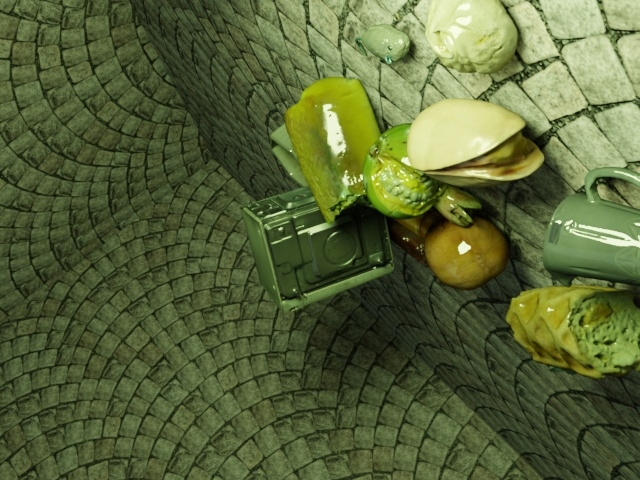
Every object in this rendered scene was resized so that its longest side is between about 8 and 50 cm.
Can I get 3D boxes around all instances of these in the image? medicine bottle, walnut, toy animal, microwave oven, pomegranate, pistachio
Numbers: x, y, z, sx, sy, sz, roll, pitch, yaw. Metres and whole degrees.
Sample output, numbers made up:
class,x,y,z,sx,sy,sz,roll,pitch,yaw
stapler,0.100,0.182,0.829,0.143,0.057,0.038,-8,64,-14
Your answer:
class,x,y,z,sx,sy,sz,roll,pitch,yaw
medicine bottle,0.285,-0.073,1.854,0.192,0.096,0.096,38,163,45
walnut,0.363,0.022,1.634,0.203,0.203,0.298,53,173,-15
toy animal,0.121,-0.441,1.409,0.253,0.070,0.079,34,144,62
microwave oven,0.000,0.000,1.948,0.247,0.394,0.333,-143,37,-61
pomegranate,0.246,-0.144,1.513,0.301,0.236,0.236,30,169,-6
pistachio,0.293,-0.188,1.262,0.188,0.187,0.299,56,163,-26

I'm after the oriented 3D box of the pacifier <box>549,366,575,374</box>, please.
class,x,y,z,sx,sy,sz,roll,pitch,yaw
pacifier,0.651,0.292,1.655,0.150,0.126,0.117,61,-171,-68

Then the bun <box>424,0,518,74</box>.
class,x,y,z,sx,sy,sz,roll,pitch,yaw
bun,0.251,-0.355,1.101,0.183,0.102,0.183,45,170,11

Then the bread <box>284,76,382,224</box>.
class,x,y,z,sx,sy,sz,roll,pitch,yaw
bread,0.048,-0.245,1.705,0.251,0.208,0.377,-18,93,48

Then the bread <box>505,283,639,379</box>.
class,x,y,z,sx,sy,sz,roll,pitch,yaw
bread,0.573,0.196,1.395,0.252,0.238,0.196,141,126,-83

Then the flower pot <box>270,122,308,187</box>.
class,x,y,z,sx,sy,sz,roll,pitch,yaw
flower pot,-0.035,-0.307,2.083,0.209,0.189,0.239,48,170,9

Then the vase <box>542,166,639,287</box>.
class,x,y,z,sx,sy,sz,roll,pitch,yaw
vase,0.543,0.001,1.083,0.300,0.156,0.251,21,124,56

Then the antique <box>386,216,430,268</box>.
class,x,y,z,sx,sy,sz,roll,pitch,yaw
antique,0.294,-0.018,2.002,0.310,0.093,0.087,42,166,31
